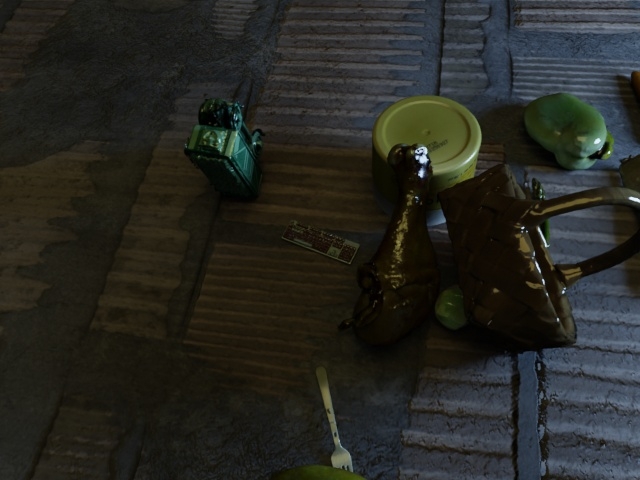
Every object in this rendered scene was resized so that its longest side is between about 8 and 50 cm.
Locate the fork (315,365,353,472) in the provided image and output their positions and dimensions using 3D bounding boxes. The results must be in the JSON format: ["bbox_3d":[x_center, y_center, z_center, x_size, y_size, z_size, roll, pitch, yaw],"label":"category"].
[{"bbox_3d":[0.020,0.324,0.958,0.034,0.028,0.219,-19,54,3],"label":"fork"}]

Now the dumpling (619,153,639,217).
[{"bbox_3d":[0.722,-0.052,1.077,0.166,0.086,0.332,-22,52,32],"label":"dumpling"}]

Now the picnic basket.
[{"bbox_3d":[0.399,0.008,0.926,0.337,0.293,0.337,-18,56,29],"label":"picnic basket"}]

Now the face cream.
[{"bbox_3d":[0.217,-0.168,1.148,0.218,0.179,0.218,-3,58,5],"label":"face cream"}]

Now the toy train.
[{"bbox_3d":[-0.199,-0.198,1.173,0.115,0.269,0.154,10,75,11],"label":"toy train"}]

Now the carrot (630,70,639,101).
[{"bbox_3d":[0.772,-0.310,1.260,0.043,0.043,0.248,-4,56,4],"label":"carrot"}]

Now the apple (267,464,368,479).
[{"bbox_3d":[0.007,0.452,0.775,0.260,0.194,0.261,-7,56,10],"label":"apple"}]

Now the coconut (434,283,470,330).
[{"bbox_3d":[0.253,0.126,1.021,0.081,0.083,0.082,18,19,42],"label":"coconut"}]

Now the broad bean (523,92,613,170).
[{"bbox_3d":[0.557,-0.254,1.217,0.169,0.100,0.228,-27,57,-19],"label":"broad bean"}]

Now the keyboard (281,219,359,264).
[{"bbox_3d":[0.000,0.000,1.163,0.165,0.017,0.055,21,62,18],"label":"keyboard"}]

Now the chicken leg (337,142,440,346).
[{"bbox_3d":[0.164,0.024,0.998,0.140,0.211,0.361,18,86,34],"label":"chicken leg"}]

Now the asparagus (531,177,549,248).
[{"bbox_3d":[0.459,-0.034,1.128,0.034,0.027,0.236,11,60,0],"label":"asparagus"}]
